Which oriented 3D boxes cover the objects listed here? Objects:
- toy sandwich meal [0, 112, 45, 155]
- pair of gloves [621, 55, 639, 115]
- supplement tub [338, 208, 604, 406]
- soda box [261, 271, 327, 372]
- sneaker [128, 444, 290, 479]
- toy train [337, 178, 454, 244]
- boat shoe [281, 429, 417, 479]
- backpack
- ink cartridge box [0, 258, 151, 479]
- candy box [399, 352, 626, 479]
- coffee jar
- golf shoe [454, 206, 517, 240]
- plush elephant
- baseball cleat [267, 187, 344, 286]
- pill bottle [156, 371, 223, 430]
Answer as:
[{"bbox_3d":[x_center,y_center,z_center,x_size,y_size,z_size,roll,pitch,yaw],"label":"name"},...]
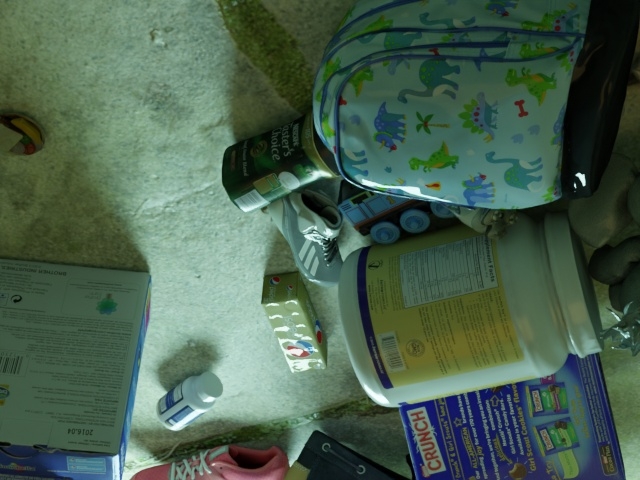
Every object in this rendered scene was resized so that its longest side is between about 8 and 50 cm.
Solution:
[{"bbox_3d":[-0.419,-0.141,1.577,0.085,0.029,0.086,1,137,1],"label":"toy sandwich meal"},{"bbox_3d":[0.394,-0.199,1.471,0.240,0.042,0.204,-5,136,6],"label":"pair of gloves"},{"bbox_3d":[0.214,0.093,1.643,0.331,0.241,0.241,-14,134,17],"label":"supplement tub"},{"bbox_3d":[-0.039,0.131,1.828,0.061,0.058,0.181,-9,136,12],"label":"soda box"},{"bbox_3d":[-0.203,0.424,2.129,0.313,0.116,0.136,-2,127,-5],"label":"sneaker"},{"bbox_3d":[0.115,-0.066,1.600,0.184,0.080,0.105,-24,125,26],"label":"toy train"},{"bbox_3d":[0.179,0.469,2.077,0.500,0.156,0.187,19,174,-6],"label":"boat shoe"},{"bbox_3d":[0.169,-0.175,1.376,0.355,0.273,0.290,18,139,17],"label":"backpack"},{"bbox_3d":[-0.409,0.226,1.699,0.269,0.396,0.151,6,137,-3],"label":"ink cartridge box"},{"bbox_3d":[0.294,0.273,1.820,0.317,0.122,0.268,-13,94,14],"label":"candy box"},{"bbox_3d":[-0.039,-0.112,1.543,0.184,0.096,0.079,-22,134,22],"label":"coffee jar"},{"bbox_3d":[0.252,-0.074,1.558,0.086,0.176,0.069,22,137,43],"label":"golf shoe"},{"bbox_3d":[0.480,-0.006,1.538,0.271,0.330,0.256,16,108,34],"label":"plush elephant"},{"bbox_3d":[0.000,0.000,1.661,0.109,0.072,0.206,3,144,39],"label":"baseball cleat"},{"bbox_3d":[-0.222,0.272,1.978,0.067,0.067,0.120,32,130,-28],"label":"pill bottle"}]
